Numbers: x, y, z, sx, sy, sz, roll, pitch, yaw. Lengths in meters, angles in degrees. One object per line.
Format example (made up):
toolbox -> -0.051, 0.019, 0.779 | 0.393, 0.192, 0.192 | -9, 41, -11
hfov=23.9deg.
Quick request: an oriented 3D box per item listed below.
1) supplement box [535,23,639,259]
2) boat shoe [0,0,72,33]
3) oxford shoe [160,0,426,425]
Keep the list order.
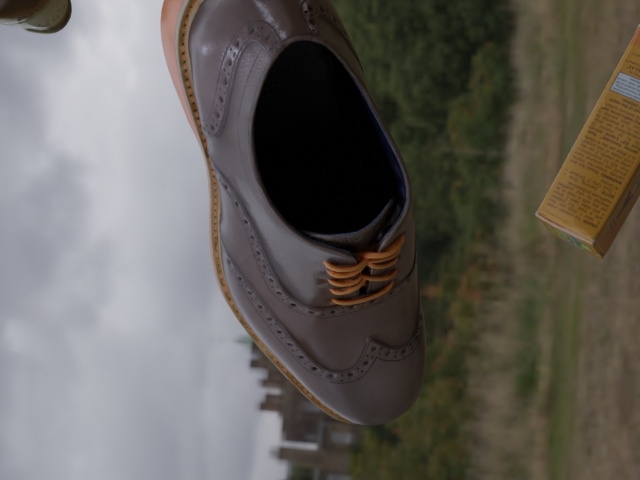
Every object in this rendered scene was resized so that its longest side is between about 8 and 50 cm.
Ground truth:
supplement box -> 0.315, -0.102, 1.579 | 0.233, 0.080, 0.078 | -62, -24, -4
boat shoe -> -0.295, -0.239, 1.059 | 0.104, 0.285, 0.089 | -47, -9, -4
oxford shoe -> 0.000, 0.000, 0.927 | 0.132, 0.130, 0.363 | 53, 168, 52
